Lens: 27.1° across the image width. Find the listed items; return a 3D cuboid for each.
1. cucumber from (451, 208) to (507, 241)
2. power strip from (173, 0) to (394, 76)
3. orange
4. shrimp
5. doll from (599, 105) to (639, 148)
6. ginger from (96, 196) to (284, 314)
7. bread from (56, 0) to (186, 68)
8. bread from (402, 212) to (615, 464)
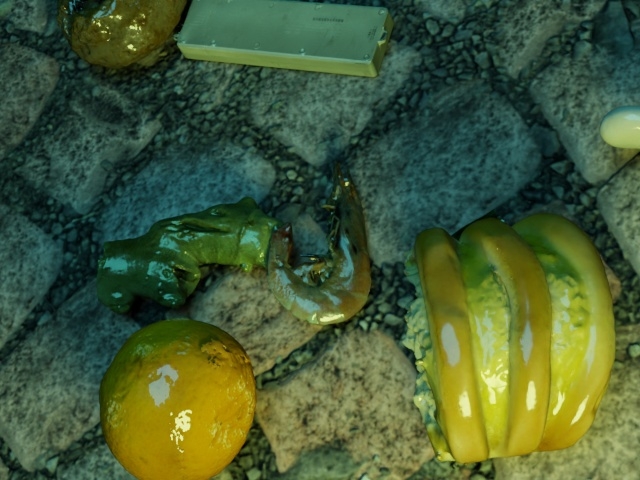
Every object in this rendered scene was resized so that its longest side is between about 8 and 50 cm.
[{"bbox_3d":[0.209,0.000,1.787,0.105,0.048,0.048,-29,58,4],"label":"cucumber"},{"bbox_3d":[-0.064,-0.321,2.054,0.367,0.043,0.106,9,67,23],"label":"power strip"},{"bbox_3d":[-0.185,0.209,1.717,0.193,0.219,0.219,33,78,21],"label":"orange"},{"bbox_3d":[0.000,-0.001,1.843,0.143,0.052,0.251,4,60,-3],"label":"shrimp"},{"bbox_3d":[0.595,-0.176,1.663,0.376,0.187,0.365,35,86,12],"label":"doll"},{"bbox_3d":[-0.187,0.025,1.895,0.290,0.089,0.137,-22,46,1],"label":"ginger"},{"bbox_3d":[-0.324,-0.385,2.117,0.230,0.123,0.230,-15,55,22],"label":"bread"},{"bbox_3d":[0.226,0.109,1.631,0.270,0.211,0.315,-10,64,13],"label":"bread"}]
